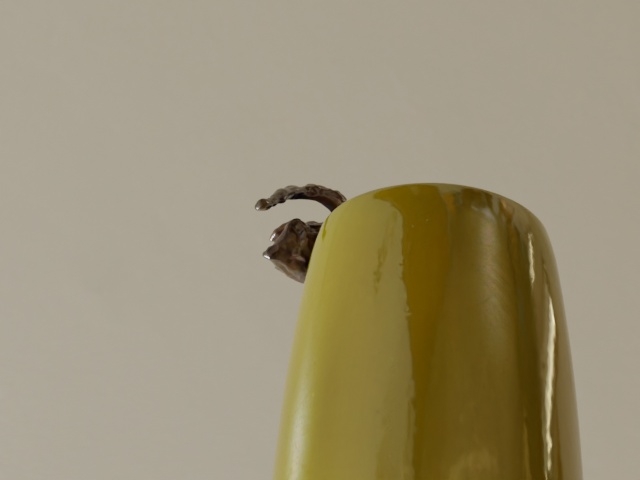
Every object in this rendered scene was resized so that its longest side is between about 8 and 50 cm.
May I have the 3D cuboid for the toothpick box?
[{"bbox_3d":[0.060,0.103,0.852,0.175,0.175,0.271,13,-120,-16],"label":"toothpick box"}]

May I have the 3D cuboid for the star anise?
[{"bbox_3d":[0.000,0.000,1.016,0.097,0.191,0.070,20,-86,21],"label":"star anise"}]
